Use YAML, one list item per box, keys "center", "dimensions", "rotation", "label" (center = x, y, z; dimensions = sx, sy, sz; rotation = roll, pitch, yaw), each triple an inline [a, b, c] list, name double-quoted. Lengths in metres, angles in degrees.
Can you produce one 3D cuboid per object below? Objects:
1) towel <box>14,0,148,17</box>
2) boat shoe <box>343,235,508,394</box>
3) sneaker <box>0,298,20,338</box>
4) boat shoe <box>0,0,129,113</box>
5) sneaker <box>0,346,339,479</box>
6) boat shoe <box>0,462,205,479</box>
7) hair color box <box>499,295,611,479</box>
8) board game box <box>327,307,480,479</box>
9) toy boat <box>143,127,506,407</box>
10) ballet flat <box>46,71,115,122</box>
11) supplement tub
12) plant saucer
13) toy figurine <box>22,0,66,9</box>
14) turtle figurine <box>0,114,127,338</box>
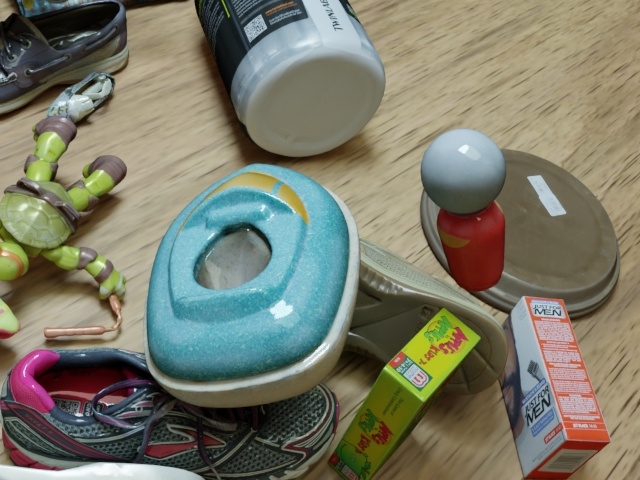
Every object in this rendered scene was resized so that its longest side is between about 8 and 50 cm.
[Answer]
- center: [-0.351, -0.509, 1.084]
  dimensions: [0.271, 0.040, 0.370]
  rotation: [-22, 98, -30]
  label: "towel"
- center: [0.034, 0.057, 0.835]
  dimensions: [0.341, 0.121, 0.110]
  rotation: [28, 13, 6]
  label: "boat shoe"
- center: [-0.338, 0.123, 0.665]
  dimensions: [0.094, 0.081, 0.208]
  rotation: [42, 59, -20]
  label: "sneaker"
- center: [-0.360, -0.232, 0.949]
  dimensions: [0.285, 0.092, 0.103]
  rotation: [-28, 62, -36]
  label: "boat shoe"
- center: [-0.124, 0.155, 0.684]
  dimensions: [0.299, 0.112, 0.121]
  rotation: [3, 50, -17]
  label: "sneaker"
- center: [-0.251, 0.224, 0.583]
  dimensions: [0.324, 0.116, 0.096]
  rotation: [5, 59, -11]
  label: "boat shoe"
- center: [0.236, 0.153, 0.817]
  dimensions: [0.053, 0.093, 0.167]
  rotation: [7, 48, -13]
  label: "hair color box"
- center: [0.072, 0.149, 0.705]
  dimensions: [0.043, 0.181, 0.092]
  rotation: [40, 50, 16]
  label: "board game box"
- center: [0.000, 0.000, 0.657]
  dimensions: [0.318, 0.148, 0.267]
  rotation: [-12, 39, 7]
  label: "toy boat"
- center: [-0.290, -0.176, 0.956]
  dimensions: [0.041, 0.041, 0.114]
  rotation: [27, 47, 5]
  label: "ballet flat"
- center: [-0.054, -0.281, 1.025]
  dimensions: [0.193, 0.193, 0.316]
  rotation: [-7, 54, -23]
  label: "supplement tub"
- center: [0.266, -0.022, 1.007]
  dimensions: [0.278, 0.041, 0.278]
  rotation: [9, 50, -10]
  label: "plant saucer"
- center: [-0.373, -0.351, 0.887]
  dimensions: [0.362, 0.191, 0.217]
  rotation: [-6, 25, 6]
  label: "toy figurine"
- center: [-0.295, -0.037, 0.784]
  dimensions: [0.269, 0.087, 0.217]
  rotation: [27, 43, -13]
  label: "turtle figurine"
